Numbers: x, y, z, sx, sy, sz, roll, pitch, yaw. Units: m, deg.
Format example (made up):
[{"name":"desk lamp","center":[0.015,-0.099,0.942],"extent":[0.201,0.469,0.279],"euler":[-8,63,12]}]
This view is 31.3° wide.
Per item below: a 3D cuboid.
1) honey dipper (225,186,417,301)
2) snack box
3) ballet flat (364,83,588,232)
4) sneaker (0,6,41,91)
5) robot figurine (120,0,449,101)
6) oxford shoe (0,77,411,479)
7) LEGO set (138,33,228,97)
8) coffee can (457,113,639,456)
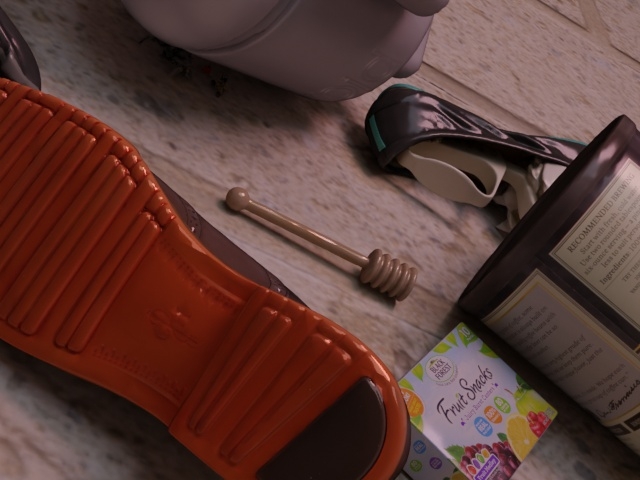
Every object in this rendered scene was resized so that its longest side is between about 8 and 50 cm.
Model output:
[{"name":"honey dipper","center":[0.000,0.000,0.879],"extent":[0.160,0.030,0.030],"euler":[27,33,-14]},{"name":"snack box","center":[0.101,0.126,0.809],"extent":[0.100,0.037,0.141],"euler":[43,32,10]},{"name":"ballet flat","center":[0.168,-0.058,1.073],"extent":[0.280,0.095,0.096],"euler":[16,47,-15]},{"name":"sneaker","center":[-0.271,-0.184,0.776],"extent":[0.267,0.101,0.106],"euler":[45,30,10]},{"name":"robot figurine","center":[-0.035,-0.234,0.946],"extent":[0.299,0.200,0.353],"euler":[11,-2,38]},{"name":"oxford shoe","center":[-0.103,0.035,0.683],"extent":[0.363,0.130,0.133],"euler":[39,-2,15]},{"name":"LEGO set","center":[-0.112,-0.155,0.968],"extent":[0.083,0.023,0.054],"euler":[17,37,-30]},{"name":"coffee can","center":[0.277,0.065,0.910],"extent":[0.275,0.201,0.201],"euler":[41,32,4]}]
